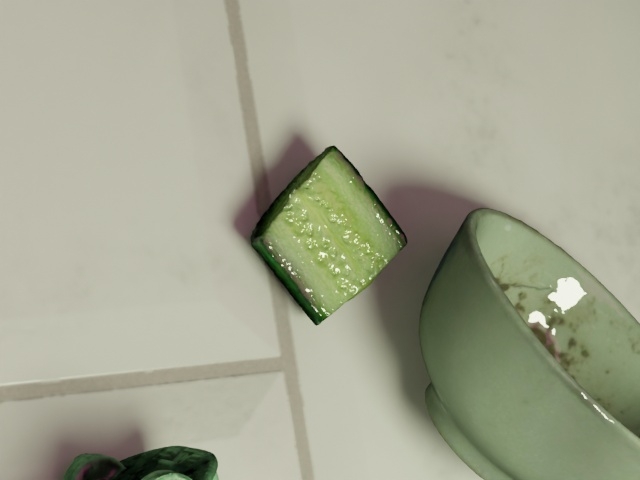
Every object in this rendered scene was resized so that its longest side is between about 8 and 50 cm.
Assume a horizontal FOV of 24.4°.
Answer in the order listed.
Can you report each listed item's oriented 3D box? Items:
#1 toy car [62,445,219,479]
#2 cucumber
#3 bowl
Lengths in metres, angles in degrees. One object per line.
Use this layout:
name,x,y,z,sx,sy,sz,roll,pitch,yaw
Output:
toy car,-0.195,0.257,1.059,0.306,0.136,0.125,-28,105,-32
cucumber,0.000,0.000,1.270,0.116,0.062,0.115,-42,96,-23
bowl,0.182,0.123,1.258,0.289,0.146,0.289,38,20,-17
